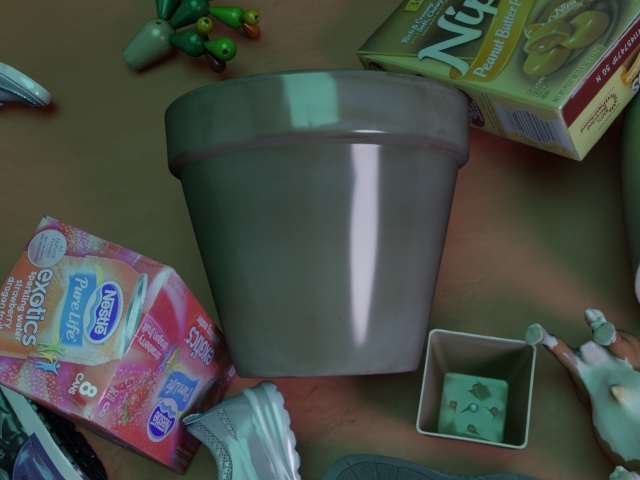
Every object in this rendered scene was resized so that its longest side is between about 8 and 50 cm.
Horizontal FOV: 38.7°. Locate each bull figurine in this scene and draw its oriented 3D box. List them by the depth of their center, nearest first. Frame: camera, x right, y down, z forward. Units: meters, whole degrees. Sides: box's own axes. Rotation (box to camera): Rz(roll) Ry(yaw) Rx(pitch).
[{"bbox_3d":[0.315,0.187,0.857,0.101,0.188,0.310,-43,40,13],"label":"bull figurine"}]

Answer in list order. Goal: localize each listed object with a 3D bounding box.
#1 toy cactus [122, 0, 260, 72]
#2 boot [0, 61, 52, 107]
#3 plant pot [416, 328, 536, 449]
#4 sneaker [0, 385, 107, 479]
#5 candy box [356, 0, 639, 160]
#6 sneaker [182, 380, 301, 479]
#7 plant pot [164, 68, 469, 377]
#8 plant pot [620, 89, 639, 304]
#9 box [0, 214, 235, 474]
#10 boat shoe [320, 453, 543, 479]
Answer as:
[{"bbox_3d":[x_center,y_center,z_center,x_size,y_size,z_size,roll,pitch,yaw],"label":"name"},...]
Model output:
[{"bbox_3d":[-0.181,-0.292,1.206,0.180,0.112,0.219,-36,69,12],"label":"toy cactus"},{"bbox_3d":[-0.446,-0.194,1.209,0.190,0.069,0.086,24,79,25],"label":"boot"},{"bbox_3d":[0.163,0.165,0.954,0.109,0.096,0.109,7,68,11],"label":"plant pot"},{"bbox_3d":[-0.365,0.197,1.009,0.124,0.107,0.283,-39,68,-3],"label":"sneaker"},{"bbox_3d":[0.213,-0.220,1.048,0.183,0.088,0.316,-48,43,-13],"label":"candy box"},{"bbox_3d":[-0.063,0.290,0.911,0.115,0.105,0.282,-14,73,-9],"label":"sneaker"},{"bbox_3d":[0.000,0.000,0.955,0.323,0.323,0.281,-2,83,6],"label":"plant pot"},{"bbox_3d":[0.427,-0.085,0.969,0.256,0.257,0.274,-8,49,4],"label":"plant pot"},{"bbox_3d":[-0.200,0.119,0.909,0.142,0.300,0.154,21,71,16],"label":"box"},{"bbox_3d":[0.151,0.300,0.908,0.320,0.103,0.118,10,50,6],"label":"boat shoe"}]
